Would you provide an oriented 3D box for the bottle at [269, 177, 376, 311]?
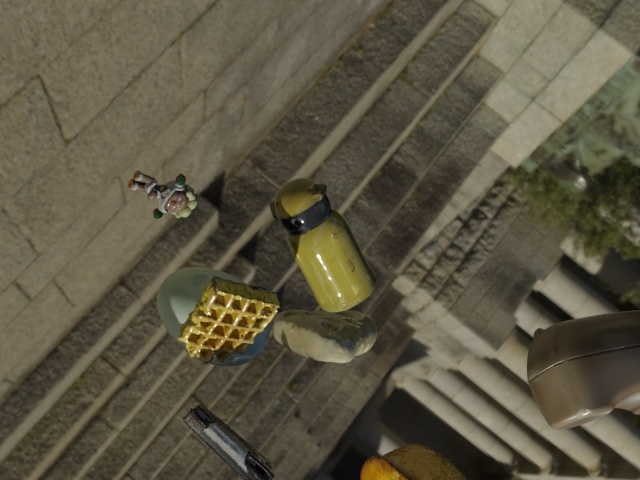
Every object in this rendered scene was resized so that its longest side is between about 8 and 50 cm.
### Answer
[{"bbox_3d":[0.000,0.000,1.811,0.171,0.351,0.171,-23,-156,11],"label":"bottle"}]

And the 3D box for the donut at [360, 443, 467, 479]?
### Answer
[{"bbox_3d":[0.213,0.532,1.377,0.110,0.303,0.303,-27,165,-31],"label":"donut"}]

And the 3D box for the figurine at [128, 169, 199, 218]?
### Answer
[{"bbox_3d":[-0.413,-0.122,1.873,0.197,0.093,0.147,18,117,-48],"label":"figurine"}]

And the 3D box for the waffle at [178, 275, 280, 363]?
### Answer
[{"bbox_3d":[-0.205,0.178,1.470,0.211,0.160,0.055,-52,-141,25],"label":"waffle"}]

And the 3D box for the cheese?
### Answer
[{"bbox_3d":[0.060,0.302,2.182,0.328,0.350,0.130,-162,-102,-68],"label":"cheese"}]

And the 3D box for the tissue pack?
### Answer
[{"bbox_3d":[0.750,0.324,1.850,0.387,0.277,0.267,-8,158,-12],"label":"tissue pack"}]

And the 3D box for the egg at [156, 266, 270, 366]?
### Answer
[{"bbox_3d":[-0.287,0.190,1.827,0.230,0.370,0.230,-27,129,-40],"label":"egg"}]

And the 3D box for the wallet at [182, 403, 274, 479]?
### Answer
[{"bbox_3d":[-0.199,0.436,1.517,0.071,0.221,0.262,-45,177,-18],"label":"wallet"}]
